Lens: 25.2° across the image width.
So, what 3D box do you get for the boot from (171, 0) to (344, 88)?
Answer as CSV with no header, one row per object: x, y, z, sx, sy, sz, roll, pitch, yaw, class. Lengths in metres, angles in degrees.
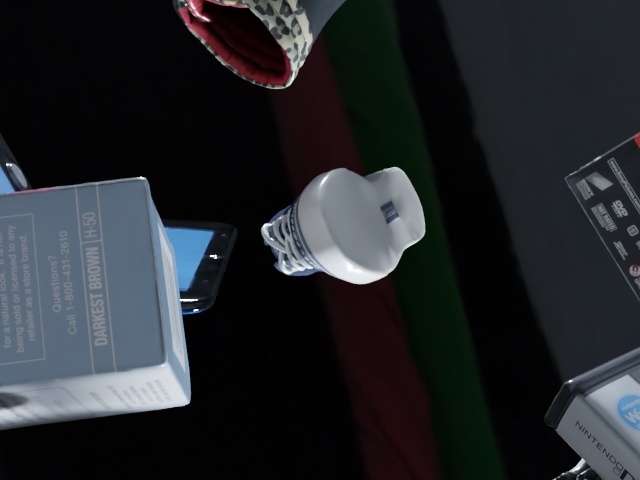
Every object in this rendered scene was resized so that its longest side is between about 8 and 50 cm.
-0.050,-0.233,0.942,0.236,0.085,0.178,49,-127,-22,boot

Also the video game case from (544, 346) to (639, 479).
0.296,0.128,0.765,0.275,0.035,0.248,-18,-128,-38,video game case

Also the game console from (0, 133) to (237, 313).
-0.204,-0.050,1.105,0.250,0.173,0.293,62,-175,-10,game console

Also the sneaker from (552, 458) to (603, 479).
0.276,0.227,1.320,0.271,0.100,0.108,-36,-28,-23,sneaker

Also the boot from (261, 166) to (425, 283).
0.000,0.000,0.858,0.069,0.086,0.190,70,-162,3,boot

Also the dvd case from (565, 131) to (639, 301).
0.134,-0.009,0.364,0.087,0.119,0.013,59,-149,5,dvd case

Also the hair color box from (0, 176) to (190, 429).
-0.274,0.059,0.848,0.185,0.375,0.113,95,167,-77,hair color box
